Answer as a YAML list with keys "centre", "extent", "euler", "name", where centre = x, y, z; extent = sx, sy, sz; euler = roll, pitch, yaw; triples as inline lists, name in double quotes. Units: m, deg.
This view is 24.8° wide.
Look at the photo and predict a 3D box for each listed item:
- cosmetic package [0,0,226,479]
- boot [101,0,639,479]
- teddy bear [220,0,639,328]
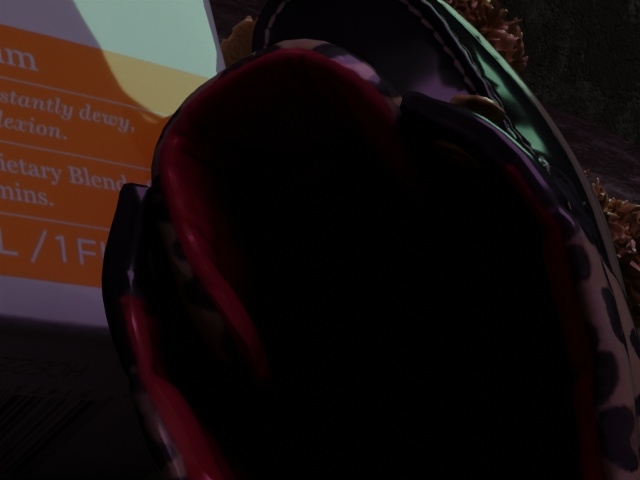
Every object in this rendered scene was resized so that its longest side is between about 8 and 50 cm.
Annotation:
- centre: [-0.189, -0.118, 0.699]
  extent: [0.230, 0.161, 0.453]
  euler: [9, 53, -38]
  name: "cosmetic package"
- centre: [0.030, 0.012, 0.494]
  extent: [0.284, 0.138, 0.377]
  euler: [48, 25, -64]
  name: "boot"
- centre: [0.052, 0.033, 0.705]
  extent: [0.338, 0.245, 0.113]
  euler: [57, 6, 29]
  name: "teddy bear"
